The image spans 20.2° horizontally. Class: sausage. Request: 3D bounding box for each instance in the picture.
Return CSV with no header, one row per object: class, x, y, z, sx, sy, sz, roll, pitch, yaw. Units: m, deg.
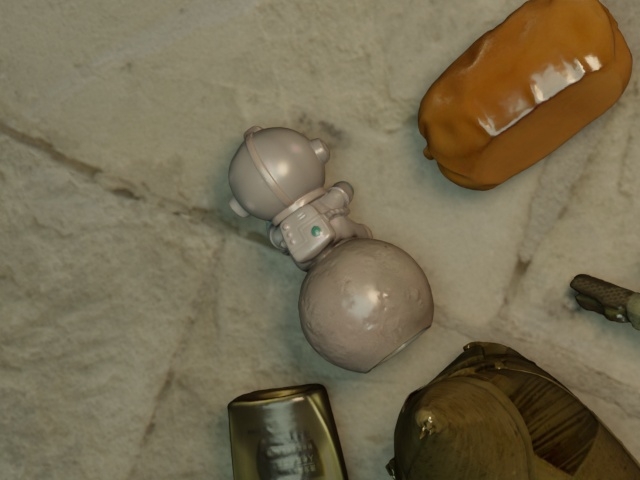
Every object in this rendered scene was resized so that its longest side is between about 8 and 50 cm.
sausage,0.206,-0.153,1.845,0.241,0.120,0.136,-40,52,12

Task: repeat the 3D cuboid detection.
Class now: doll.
doll,0.000,0.000,1.901,0.151,0.151,0.287,-36,83,14

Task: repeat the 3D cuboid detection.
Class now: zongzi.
zongzi,0.257,0.327,1.700,0.500,0.467,0.218,45,98,5

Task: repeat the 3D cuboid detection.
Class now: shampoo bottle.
shampoo bottle,-0.020,0.336,1.965,0.125,0.084,0.350,-8,94,12

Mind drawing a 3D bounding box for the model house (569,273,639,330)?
model house,0.404,0.022,1.823,0.278,0.218,0.205,20,145,42
